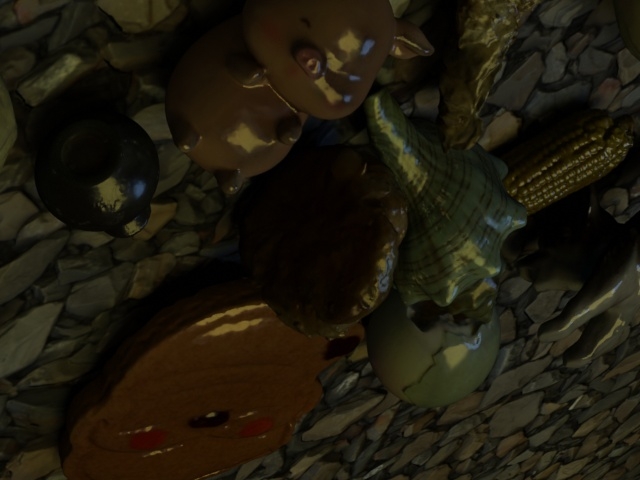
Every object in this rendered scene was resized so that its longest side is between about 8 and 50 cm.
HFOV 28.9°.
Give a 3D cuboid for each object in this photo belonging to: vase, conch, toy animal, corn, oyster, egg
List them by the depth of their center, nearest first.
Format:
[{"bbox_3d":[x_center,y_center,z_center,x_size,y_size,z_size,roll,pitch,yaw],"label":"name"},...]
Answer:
[{"bbox_3d":[-0.035,-0.164,1.190,0.250,0.154,0.166,-37,124,13],"label":"toy animal"},{"bbox_3d":[-0.212,-0.055,1.232,0.120,0.120,0.183,-30,164,-6],"label":"vase"},{"bbox_3d":[0.168,-0.216,1.347,0.107,0.161,0.233,17,129,-11],"label":"oyster"},{"bbox_3d":[0.161,-0.034,1.487,0.203,0.169,0.386,-58,151,-35],"label":"conch"},{"bbox_3d":[0.291,-0.093,1.615,0.261,0.097,0.097,-29,147,0],"label":"corn"},{"bbox_3d":[0.152,0.143,1.711,0.183,0.183,0.217,-17,145,-23],"label":"egg"},{"bbox_3d":[0.442,-0.008,1.752,0.344,0.303,0.194,-17,146,19],"label":"toy animal"}]

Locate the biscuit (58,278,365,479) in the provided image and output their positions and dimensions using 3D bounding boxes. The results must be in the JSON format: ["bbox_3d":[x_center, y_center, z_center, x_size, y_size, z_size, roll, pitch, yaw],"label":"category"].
[{"bbox_3d":[-0.151,0.207,1.604,0.349,0.078,0.455,3,138,-30],"label":"biscuit"}]

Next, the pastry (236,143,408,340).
[{"bbox_3d":[0.000,0.000,1.387,0.100,0.229,0.219,13,87,-53],"label":"pastry"}]

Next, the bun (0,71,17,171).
[{"bbox_3d":[-0.363,-0.075,1.041,0.220,0.134,0.220,-22,149,-14],"label":"bun"}]

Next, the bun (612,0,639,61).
[{"bbox_3d":[0.503,-0.282,1.374,0.361,0.213,0.361,-3,143,-2],"label":"bun"}]
